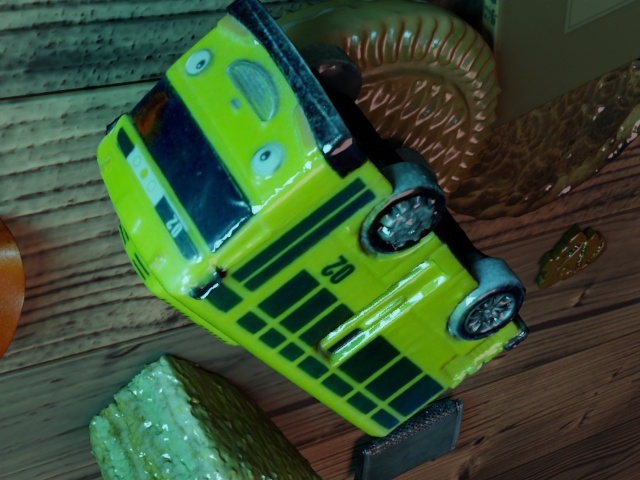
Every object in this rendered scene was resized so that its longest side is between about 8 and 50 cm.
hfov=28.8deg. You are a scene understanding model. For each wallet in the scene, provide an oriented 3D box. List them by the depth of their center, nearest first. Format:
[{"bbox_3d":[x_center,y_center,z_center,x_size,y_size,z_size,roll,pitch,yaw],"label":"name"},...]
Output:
[{"bbox_3d":[0.092,0.216,1.331,0.129,0.026,0.088,-22,142,-23],"label":"wallet"}]

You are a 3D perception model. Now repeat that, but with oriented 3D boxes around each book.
[{"bbox_3d":[0.195,-0.230,0.796,0.216,0.021,0.310,-26,140,-20],"label":"book"}]

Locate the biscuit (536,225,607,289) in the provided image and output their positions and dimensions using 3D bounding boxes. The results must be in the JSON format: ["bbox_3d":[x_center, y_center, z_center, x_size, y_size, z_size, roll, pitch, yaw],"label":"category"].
[{"bbox_3d":[0.253,0.017,1.238,0.092,0.016,0.082,-7,138,-39],"label":"biscuit"}]

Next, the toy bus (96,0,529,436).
[{"bbox_3d":[0.000,0.000,0.690,0.150,0.128,0.262,-38,144,7],"label":"toy bus"}]

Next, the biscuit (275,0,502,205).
[{"bbox_3d":[0.002,-0.055,0.813,0.259,0.079,0.259,-25,147,-18],"label":"biscuit"}]

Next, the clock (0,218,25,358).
[{"bbox_3d":[-0.251,0.048,0.714,0.155,0.061,0.113,-10,140,-41],"label":"clock"}]

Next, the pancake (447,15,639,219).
[{"bbox_3d":[0.195,-0.128,0.968,0.286,0.033,0.288,-50,148,18],"label":"pancake"}]

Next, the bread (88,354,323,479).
[{"bbox_3d":[-0.086,0.185,0.999,0.102,0.138,0.196,-39,151,11],"label":"bread"}]
